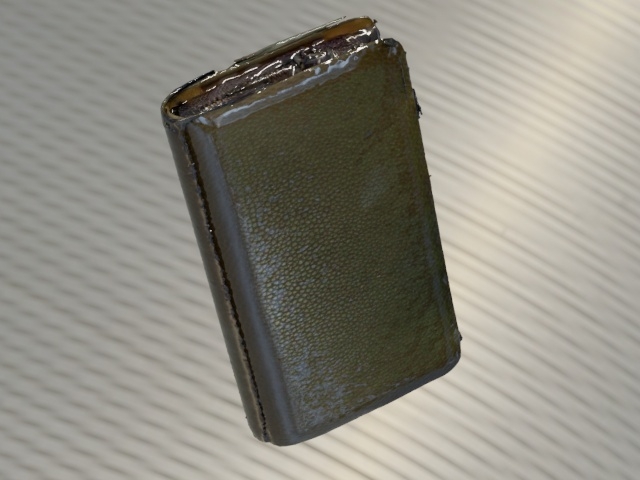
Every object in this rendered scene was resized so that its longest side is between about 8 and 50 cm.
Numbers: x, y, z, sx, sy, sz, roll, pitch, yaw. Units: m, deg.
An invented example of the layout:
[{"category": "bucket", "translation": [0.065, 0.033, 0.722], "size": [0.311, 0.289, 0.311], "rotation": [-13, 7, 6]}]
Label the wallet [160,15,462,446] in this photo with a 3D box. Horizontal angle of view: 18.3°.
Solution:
[{"category": "wallet", "translation": [0.000, 0.000, 0.879], "size": [0.110, 0.198, 0.031], "rotation": [-24, 41, -12]}]
